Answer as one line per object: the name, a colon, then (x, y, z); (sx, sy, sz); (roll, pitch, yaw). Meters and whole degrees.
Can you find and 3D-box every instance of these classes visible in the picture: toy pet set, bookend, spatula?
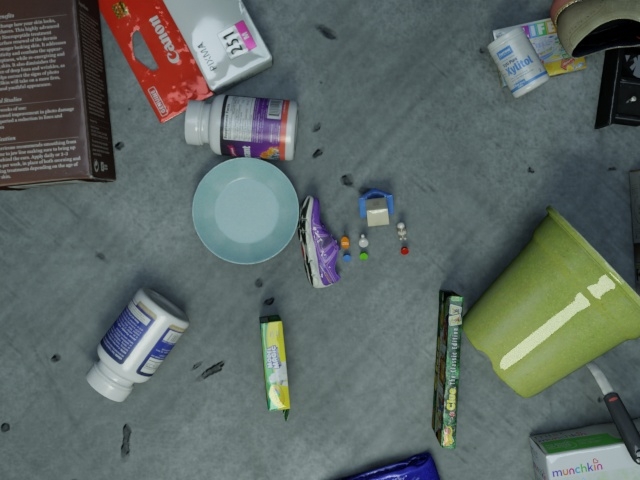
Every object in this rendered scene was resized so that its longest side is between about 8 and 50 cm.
toy pet set: (0.096, -0.030, 1.406); (0.122, 0.065, 0.114); (-6, 126, 3)
bookend: (0.591, -0.272, 1.380); (0.156, 0.072, 0.157); (8, 92, 0)
spatula: (0.497, 0.254, 1.352); (0.084, 0.030, 0.296); (-19, 56, 1)

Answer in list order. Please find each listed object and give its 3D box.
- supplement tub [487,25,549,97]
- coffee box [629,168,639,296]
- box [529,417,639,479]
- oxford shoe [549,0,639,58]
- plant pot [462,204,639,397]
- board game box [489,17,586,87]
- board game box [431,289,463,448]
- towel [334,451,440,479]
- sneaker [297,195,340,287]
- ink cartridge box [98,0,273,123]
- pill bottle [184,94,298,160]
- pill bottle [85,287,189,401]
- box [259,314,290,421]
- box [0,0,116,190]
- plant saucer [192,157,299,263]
supplement tub: (0.349, -0.313, 1.354); (0.071, 0.071, 0.107); (-30, 91, 1)
coffee box: (0.645, -0.011, 1.372); (0.141, 0.098, 0.246); (-5, 91, 0)
box: (0.530, 0.452, 1.371); (0.262, 0.127, 0.231); (-9, 93, 1)
oxford shoe: (0.571, -0.388, 1.281); (0.348, 0.123, 0.130); (-16, 56, 23)
plant pot: (0.391, 0.125, 1.313); (0.254, 0.276, 0.276); (-43, 91, 12)
board game box: (0.397, -0.347, 1.402); (0.154, 0.026, 0.103); (-13, 91, 1)
board game box: (0.224, 0.222, 1.361); (0.030, 0.136, 0.259); (3, 91, 4)
towel: (0.142, 0.565, 1.397); (0.228, 0.076, 0.308); (-18, 91, 1)
sneaker: (0.000, 0.000, 1.403); (0.071, 0.068, 0.170); (-12, 100, -15)
ink cartridge box: (-0.253, -0.388, 1.389); (0.239, 0.060, 0.275); (-28, 91, 0)
pill bottle: (-0.139, -0.203, 1.367); (0.193, 0.108, 0.108); (5, 91, 1)
pill bottle: (-0.331, 0.189, 1.374); (0.112, 0.112, 0.186); (37, 91, 0)
box: (-0.082, 0.229, 1.377); (0.043, 0.105, 0.179); (-7, 91, -6)
box: (-0.489, -0.285, 1.352); (0.191, 0.143, 0.381); (-5, 93, 3)
plant saucer: (-0.135, -0.054, 1.405); (0.195, 0.037, 0.195); (0, 92, 0)
